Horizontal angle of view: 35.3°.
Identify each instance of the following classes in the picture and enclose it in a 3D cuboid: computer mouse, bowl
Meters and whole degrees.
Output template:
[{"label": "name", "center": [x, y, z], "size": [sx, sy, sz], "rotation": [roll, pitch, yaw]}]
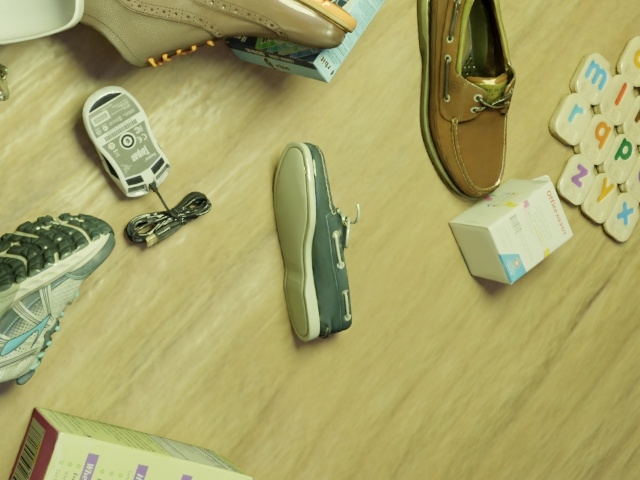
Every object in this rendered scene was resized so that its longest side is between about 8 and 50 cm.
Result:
[{"label": "computer mouse", "center": [-0.209, -0.091, 1.150], "size": [0.106, 0.042, 0.193], "rotation": [-33, 116, -17]}, {"label": "bowl", "center": [-0.301, -0.268, 0.996], "size": [0.142, 0.053, 0.142], "rotation": [-6, 98, 12]}]

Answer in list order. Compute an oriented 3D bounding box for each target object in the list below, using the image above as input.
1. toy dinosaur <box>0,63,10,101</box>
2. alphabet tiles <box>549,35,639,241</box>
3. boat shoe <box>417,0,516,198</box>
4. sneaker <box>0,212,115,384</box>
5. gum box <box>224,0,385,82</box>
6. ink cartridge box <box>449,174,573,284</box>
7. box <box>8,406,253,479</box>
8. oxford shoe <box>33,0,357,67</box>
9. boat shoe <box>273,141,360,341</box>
[{"label": "toy dinosaur", "center": [-0.415, -0.248, 1.005], "size": [0.118, 0.064, 0.268], "rotation": [-36, 112, -36]}, {"label": "alphabet tiles", "center": [0.466, -0.153, 1.526], "size": [0.284, 0.021, 0.278], "rotation": [32, 81, -28]}, {"label": "boat shoe", "center": [0.197, -0.199, 1.323], "size": [0.111, 0.104, 0.307], "rotation": [-20, 105, -26]}, {"label": "sneaker", "center": [-0.333, 0.082, 1.082], "size": [0.283, 0.110, 0.122], "rotation": [-39, 131, -17]}, {"label": "gum box", "center": [-0.003, -0.280, 1.172], "size": [0.184, 0.157, 0.041], "rotation": [-57, 138, -12]}, {"label": "ink cartridge box", "center": [0.271, -0.020, 1.394], "size": [0.143, 0.090, 0.092], "rotation": [-34, 111, -23]}, {"label": "box", "center": [-0.235, 0.329, 1.141], "size": [0.243, 0.117, 0.213], "rotation": [21, 86, -28]}, {"label": "oxford shoe", "center": [-0.145, -0.242, 1.073], "size": [0.364, 0.130, 0.132], "rotation": [14, 97, 2]}, {"label": "boat shoe", "center": [0.000, 0.000, 1.244], "size": [0.079, 0.095, 0.254], "rotation": [-12, 103, -26]}]
